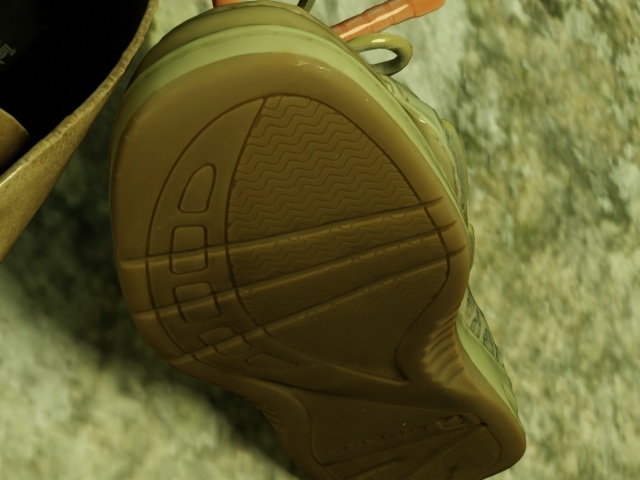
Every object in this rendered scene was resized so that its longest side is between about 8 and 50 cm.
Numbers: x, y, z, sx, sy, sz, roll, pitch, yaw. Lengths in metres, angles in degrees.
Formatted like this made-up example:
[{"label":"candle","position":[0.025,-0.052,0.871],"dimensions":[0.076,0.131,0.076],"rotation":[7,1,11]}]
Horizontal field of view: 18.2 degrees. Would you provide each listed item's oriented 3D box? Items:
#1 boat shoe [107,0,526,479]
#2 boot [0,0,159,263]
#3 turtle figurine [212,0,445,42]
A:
[{"label":"boat shoe","position":[0.000,0.000,0.648],"dimensions":[0.285,0.104,0.089],"rotation":[66,14,-60]},{"label":"boot","position":[-0.134,0.007,0.510],"dimensions":[0.112,0.115,0.305],"rotation":[40,48,-16]},{"label":"turtle figurine","position":[-0.004,-0.208,0.651],"dimensions":[0.217,0.087,0.269],"rotation":[45,73,-31]}]
